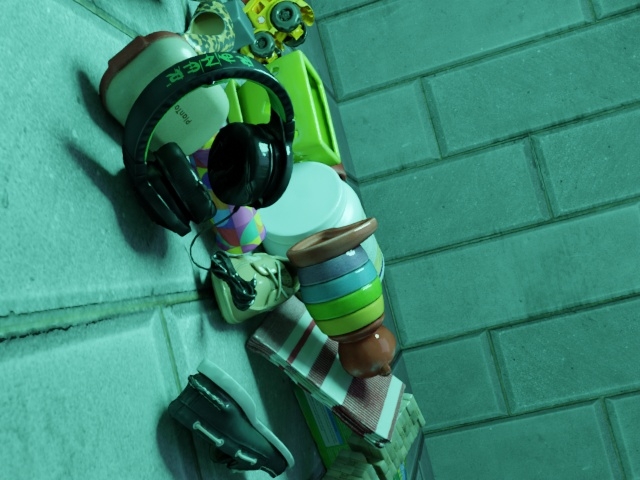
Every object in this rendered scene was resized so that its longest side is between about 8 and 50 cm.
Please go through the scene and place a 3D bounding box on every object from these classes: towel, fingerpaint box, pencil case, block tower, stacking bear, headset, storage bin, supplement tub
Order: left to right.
[{"bbox_3d":[-0.144,-0.073,1.002,0.185,0.243,0.394,52,-29,33],"label":"headset"},{"bbox_3d":[-0.162,-0.088,1.213,0.104,0.104,0.236,-91,172,-51],"label":"pencil case"},{"bbox_3d":[-0.212,-0.488,1.595,0.135,0.091,0.098,43,34,-68],"label":"storage bin"},{"bbox_3d":[0.000,0.000,1.605,0.331,0.241,0.241,61,18,-50],"label":"supplement tub"},{"bbox_3d":[0.020,0.249,1.377,0.329,0.037,0.237,38,23,1],"label":"towel"},{"bbox_3d":[0.057,0.126,1.323,0.164,0.175,0.289,-29,101,-44],"label":"stacking bear"},{"bbox_3d":[0.089,0.396,1.716,0.371,0.163,0.445,-78,151,-65],"label":"fingerpaint box"},{"bbox_3d":[0.092,0.461,1.408,0.335,0.097,0.091,-48,125,-36],"label":"block tower"}]

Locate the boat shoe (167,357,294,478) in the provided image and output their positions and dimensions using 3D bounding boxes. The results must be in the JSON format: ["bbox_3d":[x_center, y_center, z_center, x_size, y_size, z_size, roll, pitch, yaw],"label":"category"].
[{"bbox_3d":[-0.128,0.281,1.001,0.114,0.091,0.302,25,-26,40],"label":"boat shoe"}]

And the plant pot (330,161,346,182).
[{"bbox_3d":[-0.048,-0.208,1.805,0.191,0.191,0.174,39,30,-72],"label":"plant pot"}]

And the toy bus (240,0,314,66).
[{"bbox_3d":[-0.159,-0.582,1.834,0.211,0.220,0.149,43,2,6],"label":"toy bus"}]

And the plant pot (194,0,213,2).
[{"bbox_3d":[-0.221,-0.554,1.167,0.305,0.333,0.334,-119,-166,-87],"label":"plant pot"}]

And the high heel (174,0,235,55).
[{"bbox_3d":[-0.237,-0.434,1.370,0.186,0.093,0.261,64,23,-68],"label":"high heel"}]

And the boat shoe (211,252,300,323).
[{"bbox_3d":[-0.110,0.073,1.296,0.341,0.110,0.122,-24,98,-79],"label":"boat shoe"}]

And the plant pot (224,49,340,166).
[{"bbox_3d":[-0.092,-0.276,1.606,0.227,0.207,0.228,25,50,-76],"label":"plant pot"}]

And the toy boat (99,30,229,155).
[{"bbox_3d":[-0.245,-0.229,1.040,0.151,0.151,0.231,48,-2,27],"label":"toy boat"}]
